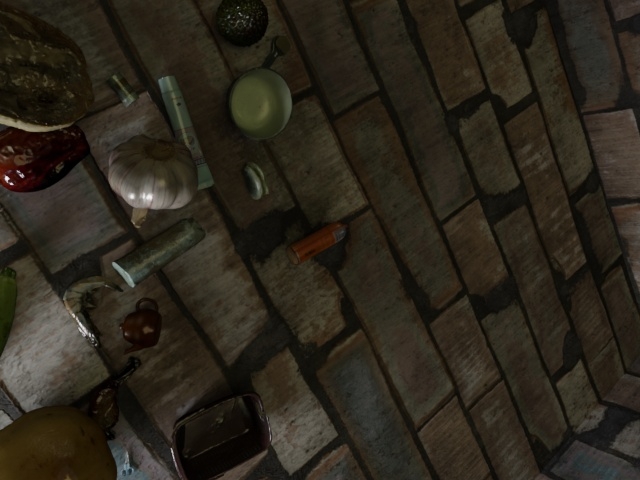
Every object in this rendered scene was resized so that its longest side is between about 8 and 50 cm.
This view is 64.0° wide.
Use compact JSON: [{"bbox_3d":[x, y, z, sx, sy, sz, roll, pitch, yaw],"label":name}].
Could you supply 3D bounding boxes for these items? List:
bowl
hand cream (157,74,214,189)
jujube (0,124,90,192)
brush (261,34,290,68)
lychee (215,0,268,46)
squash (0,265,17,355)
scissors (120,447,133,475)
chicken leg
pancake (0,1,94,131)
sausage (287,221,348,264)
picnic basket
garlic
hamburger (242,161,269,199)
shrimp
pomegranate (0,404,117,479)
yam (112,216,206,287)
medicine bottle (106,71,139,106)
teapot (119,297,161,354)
[{"bbox_3d":[-0.200,-0.415,1.553,0.211,0.112,0.212,-12,111,-32],"label":"bowl"},{"bbox_3d":[-0.398,-0.310,1.499,0.085,0.058,0.332,-30,112,-43],"label":"hand cream"},{"bbox_3d":[-0.695,-0.216,1.275,0.236,0.168,0.168,-29,106,-29],"label":"jujube"},{"bbox_3d":[-0.176,-0.538,1.619,0.062,0.027,0.266,38,75,-35],"label":"brush"},{"bbox_3d":[-0.228,-0.652,1.508,0.171,0.171,0.171,-2,94,-29],"label":"lychee"},{"bbox_3d":[-0.828,0.245,1.253,0.118,0.118,0.371,28,76,-27],"label":"squash"},{"bbox_3d":[-0.561,0.641,1.484,0.035,0.006,0.084,-3,94,-27],"label":"scissors"},{"bbox_3d":[-0.586,0.443,1.435,0.105,0.051,0.254,28,78,-34],"label":"chicken leg"},{"bbox_3d":[-0.730,-0.420,1.213,0.386,0.082,0.387,31,45,-36],"label":"pancake"},{"bbox_3d":[0.000,0.000,1.724,0.234,0.071,0.071,-29,106,-24],"label":"sausage"},{"bbox_3d":[-0.313,0.577,1.549,0.296,0.129,0.223,-18,100,-28],"label":"picnic basket"},{"bbox_3d":[-0.467,-0.143,1.406,0.244,0.245,0.253,8,125,-29],"label":"garlic"},{"bbox_3d":[-0.199,-0.189,1.594,0.054,0.084,0.121,-28,104,-23],"label":"hamburger"},{"bbox_3d":[-0.609,0.190,1.419,0.147,0.035,0.195,-29,105,-27],"label":"shrimp"},{"bbox_3d":[-0.672,0.576,1.249,0.332,0.332,0.333,-2,94,-29],"label":"pomegranate"},{"bbox_3d":[-0.455,0.028,1.462,0.259,0.093,0.093,-37,109,-23],"label":"yam"},{"bbox_3d":[-0.544,-0.416,1.411,0.047,0.047,0.083,-44,111,-20],"label":"medicine bottle"},{"bbox_3d":[-0.509,0.241,1.442,0.116,0.116,0.173,22,56,-28],"label":"teapot"}]
